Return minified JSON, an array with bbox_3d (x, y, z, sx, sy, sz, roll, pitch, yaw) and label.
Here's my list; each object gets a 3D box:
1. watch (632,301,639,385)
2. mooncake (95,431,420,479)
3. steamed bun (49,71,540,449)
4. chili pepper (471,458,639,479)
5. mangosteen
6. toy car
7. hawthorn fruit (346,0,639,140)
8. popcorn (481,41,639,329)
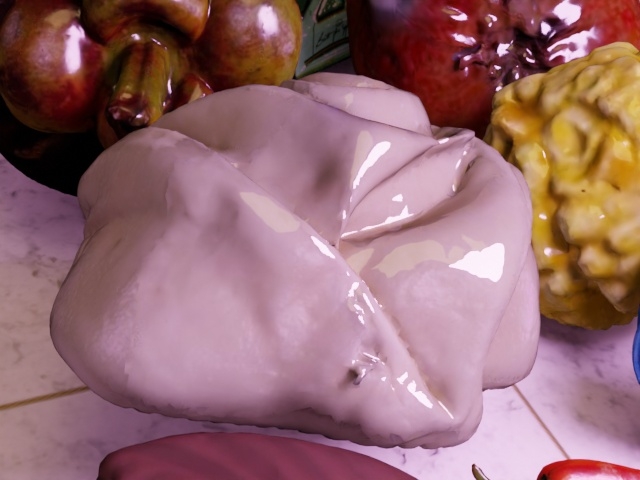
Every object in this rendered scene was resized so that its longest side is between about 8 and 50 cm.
[{"bbox_3d":[0.345,0.069,1.154,0.200,0.196,0.171,-1,27,17],"label":"watch"},{"bbox_3d":[-0.049,0.258,0.934,0.334,0.174,0.326,36,49,28],"label":"mooncake"},{"bbox_3d":[0.000,0.000,1.122,0.368,0.255,0.342,13,9,-9],"label":"steamed bun"},{"bbox_3d":[0.243,0.210,1.129,0.272,0.071,0.063,15,0,0],"label":"chili pepper"},{"bbox_3d":[-0.163,-0.171,1.315,0.307,0.306,0.347,-3,17,-14],"label":"mangosteen"},{"bbox_3d":[-0.028,-0.246,1.586,0.306,0.125,0.136,-27,51,-38],"label":"toy car"},{"bbox_3d":[0.167,-0.231,1.474,0.308,0.308,0.324,4,44,-5],"label":"hawthorn fruit"},{"bbox_3d":[0.261,-0.046,1.294,0.258,0.270,0.224,-15,58,-13],"label":"popcorn"}]
